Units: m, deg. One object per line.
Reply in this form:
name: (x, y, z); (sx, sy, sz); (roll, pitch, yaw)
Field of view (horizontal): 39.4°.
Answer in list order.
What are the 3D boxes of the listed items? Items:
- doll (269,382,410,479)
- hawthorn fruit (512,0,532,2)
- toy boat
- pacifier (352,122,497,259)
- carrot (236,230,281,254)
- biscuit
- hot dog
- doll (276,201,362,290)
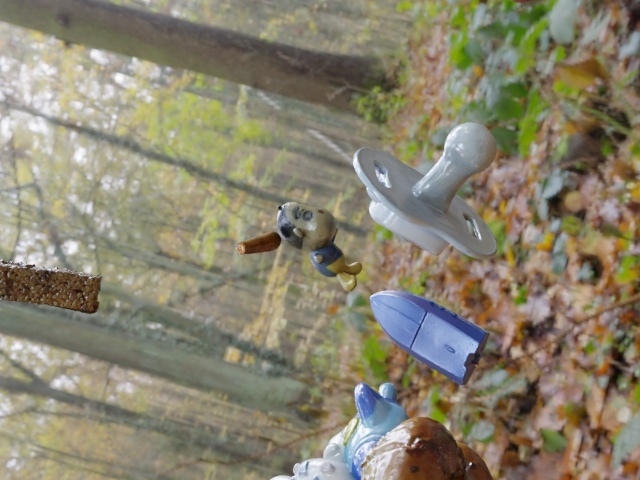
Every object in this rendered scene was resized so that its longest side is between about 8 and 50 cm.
doll: (0.062, 0.418, 1.726); (0.365, 0.187, 0.376); (-47, 32, -17)
hawthorn fruit: (0.391, -0.548, 1.672); (0.200, 0.179, 0.179); (-37, 5, 10)
toy boat: (0.221, 0.187, 1.926); (0.088, 0.295, 0.129); (9, -73, -55)
pacifier: (0.198, -0.099, 1.450); (0.226, 0.287, 0.238); (-49, 19, 27)
carrot: (-0.095, 0.006, 1.413); (0.093, 0.032, 0.032); (-14, -55, -53)
biscuit: (-0.438, 0.069, 1.374); (0.034, 0.199, 0.064); (-151, 71, -75)
hot dog: (0.198, 0.477, 1.438); (0.367, 0.196, 0.365); (48, -151, -35)
doll: (0.000, 0.000, 1.455); (0.089, 0.179, 0.102); (-45, 11, 31)
